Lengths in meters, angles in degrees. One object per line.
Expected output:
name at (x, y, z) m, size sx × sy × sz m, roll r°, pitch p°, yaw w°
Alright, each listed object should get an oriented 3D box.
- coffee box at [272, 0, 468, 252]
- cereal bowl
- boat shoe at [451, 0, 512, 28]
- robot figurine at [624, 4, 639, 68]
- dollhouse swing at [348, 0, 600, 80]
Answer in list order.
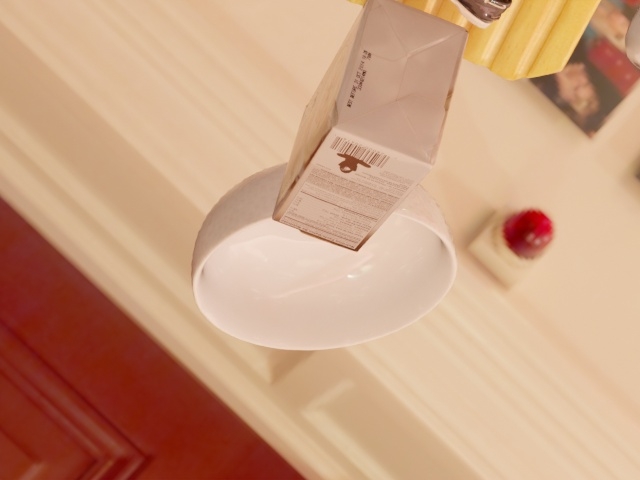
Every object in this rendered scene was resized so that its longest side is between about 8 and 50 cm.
coffee box at (0.040, -0.101, 1.188) m, size 0.246 × 0.098 × 0.141 m, roll 129°, pitch -20°, yaw -68°
cereal bowl at (0.000, 0.000, 1.643) m, size 0.339 × 0.339 × 0.141 m, roll -45°, pitch -138°, yaw 43°
boat shoe at (0.124, -0.242, 1.175) m, size 0.038 × 0.125 × 0.046 m, roll -36°, pitch -148°, yaw 38°
robot figurine at (0.310, -0.231, 0.714) m, size 0.353 × 0.200 × 0.300 m, roll -61°, pitch 166°, yaw 13°
dollhouse swing at (0.129, -0.284, 1.147) m, size 0.305 × 0.347 × 0.315 m, roll -64°, pitch 177°, yaw 28°
